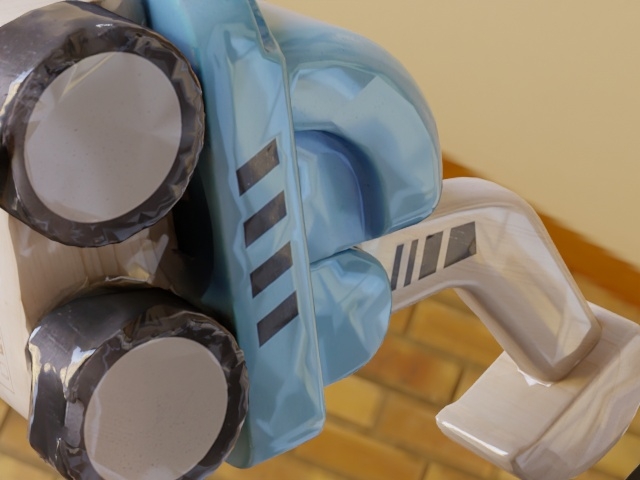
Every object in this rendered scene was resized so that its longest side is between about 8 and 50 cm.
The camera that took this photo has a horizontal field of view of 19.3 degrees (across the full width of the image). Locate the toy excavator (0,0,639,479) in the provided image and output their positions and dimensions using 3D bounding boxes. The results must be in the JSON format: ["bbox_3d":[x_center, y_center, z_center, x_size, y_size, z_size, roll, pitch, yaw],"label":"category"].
[{"bbox_3d":[0.000,0.000,1.059,0.222,0.445,0.433,27,-49,51],"label":"toy excavator"}]

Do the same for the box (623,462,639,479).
[{"bbox_3d":[0.183,0.196,1.235,0.027,0.137,0.094,41,-41,15],"label":"box"}]
